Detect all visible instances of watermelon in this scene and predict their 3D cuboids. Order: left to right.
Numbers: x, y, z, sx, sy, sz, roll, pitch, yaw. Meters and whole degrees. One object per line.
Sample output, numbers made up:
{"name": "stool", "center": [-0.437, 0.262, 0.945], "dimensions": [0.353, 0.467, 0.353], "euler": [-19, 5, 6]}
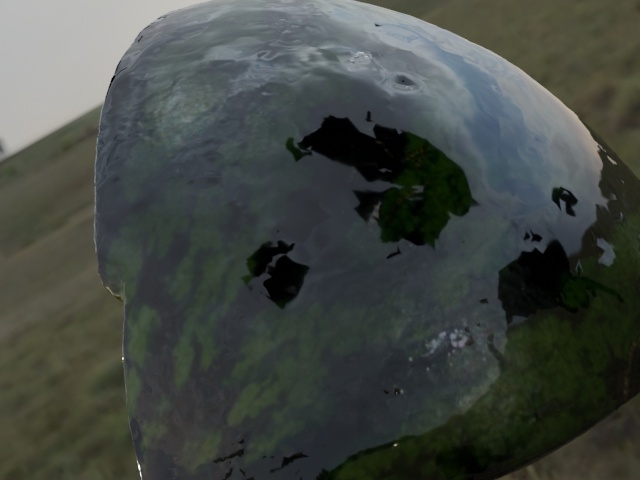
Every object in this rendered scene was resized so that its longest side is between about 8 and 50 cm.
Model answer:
{"name": "watermelon", "center": [0.007, -0.010, 0.458], "dimensions": [0.193, 0.145, 0.137], "euler": [-21, 6, -28]}
